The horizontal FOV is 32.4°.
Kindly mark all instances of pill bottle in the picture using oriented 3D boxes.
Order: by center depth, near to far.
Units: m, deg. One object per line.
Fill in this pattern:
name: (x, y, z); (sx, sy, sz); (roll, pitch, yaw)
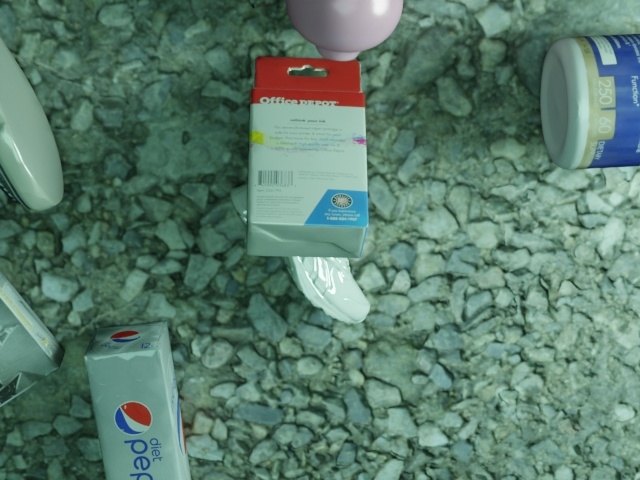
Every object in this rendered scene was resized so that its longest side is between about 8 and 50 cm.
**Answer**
pill bottle: (0.399, -0.164, 1.269); (0.264, 0.153, 0.153); (-4, 109, -2)

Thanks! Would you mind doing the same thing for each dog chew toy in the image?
dog chew toy: (0.039, -0.354, 1.165); (0.206, 0.207, 0.332); (5, 116, -5)

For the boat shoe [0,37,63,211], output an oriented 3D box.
boat shoe: (-0.432, -0.169, 1.249); (0.158, 0.127, 0.341); (-22, 101, 12)

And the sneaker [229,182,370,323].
sneaker: (0.000, 0.000, 1.340); (0.115, 0.090, 0.232); (-38, 108, 6)

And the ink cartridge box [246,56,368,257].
ink cartridge box: (-0.017, -0.098, 1.270); (0.134, 0.231, 0.078); (2, 150, -4)

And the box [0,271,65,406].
box: (-0.462, 0.109, 1.368); (0.183, 0.056, 0.231); (-32, 108, 8)

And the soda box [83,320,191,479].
soda box: (-0.227, 0.252, 1.411); (0.098, 0.091, 0.286); (-6, 109, 0)
